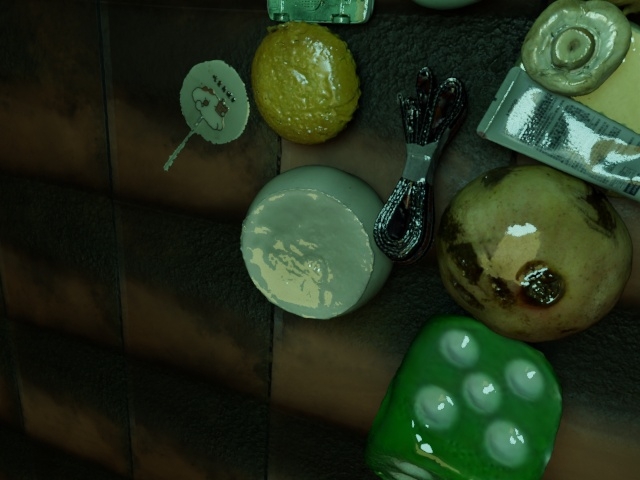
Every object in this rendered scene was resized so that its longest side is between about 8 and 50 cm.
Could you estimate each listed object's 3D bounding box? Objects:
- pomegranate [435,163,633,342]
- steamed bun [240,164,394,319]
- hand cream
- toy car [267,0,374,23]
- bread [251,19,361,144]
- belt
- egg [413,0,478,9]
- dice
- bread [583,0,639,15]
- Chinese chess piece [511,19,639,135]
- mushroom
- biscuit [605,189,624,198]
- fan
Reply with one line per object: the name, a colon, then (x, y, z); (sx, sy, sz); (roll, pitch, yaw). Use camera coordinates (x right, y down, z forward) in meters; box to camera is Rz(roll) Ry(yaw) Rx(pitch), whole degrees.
pomegranate: (0.361, 0.020, 0.919); (0.321, 0.322, 0.322); (8, 110, 21)
steamed bun: (0.000, 0.000, 1.106); (0.324, 0.206, 0.325); (5, 108, 15)
hand cream: (0.426, -0.149, 0.840); (0.340, 0.077, 0.124); (34, 113, 19)
toy car: (0.000, -0.468, 1.023); (0.224, 0.076, 0.090); (14, 114, 28)
bread: (-0.025, -0.309, 1.051); (0.239, 0.139, 0.240); (8, 111, 22)
belt: (0.183, -0.131, 0.969); (0.126, 0.094, 0.360); (10, 84, 19)
egg: (0.263, -0.523, 0.800); (0.371, 0.230, 0.230); (-42, 88, 23)
dice: (0.264, 0.342, 1.009); (0.287, 0.300, 0.297); (25, 147, 15)
bread: (0.457, -0.406, 0.791); (0.251, 0.174, 0.133); (-16, 107, 20)
Chinese chess piece: (0.441, -0.244, 0.888); (0.250, 0.101, 0.251); (8, 110, 21)
mushroom: (0.376, -0.286, 0.784); (0.148, 0.112, 0.148); (11, 111, 30)
biscuit: (0.554, -0.112, 0.931); (0.083, 0.018, 0.082); (7, 110, 22)
fan: (-0.292, -0.276, 1.254); (0.329, 0.009, 0.191); (-41, 89, 29)
